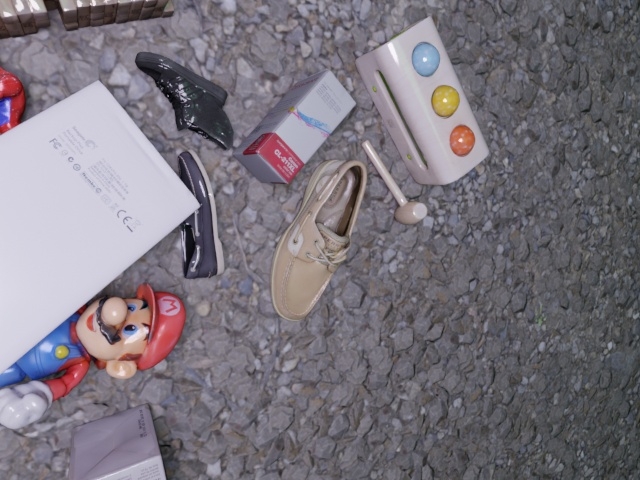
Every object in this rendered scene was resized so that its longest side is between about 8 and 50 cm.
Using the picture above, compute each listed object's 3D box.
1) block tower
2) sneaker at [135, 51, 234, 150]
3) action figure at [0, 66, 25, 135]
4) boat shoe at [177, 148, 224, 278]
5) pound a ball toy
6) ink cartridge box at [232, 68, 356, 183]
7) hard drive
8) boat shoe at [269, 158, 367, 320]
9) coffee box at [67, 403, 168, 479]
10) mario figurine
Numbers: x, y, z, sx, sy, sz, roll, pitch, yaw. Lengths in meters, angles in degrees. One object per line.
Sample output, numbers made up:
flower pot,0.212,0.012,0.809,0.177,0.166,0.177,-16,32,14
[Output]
block tower,-0.363,-0.323,0.598,0.336,0.097,0.090,-21,106,-23
sneaker,-0.205,-0.208,0.711,0.170,0.051,0.089,20,83,-30
action figure,-0.419,-0.104,0.597,0.139,0.092,0.280,-22,105,-32
boat shoe,-0.200,-0.036,0.723,0.065,0.075,0.205,-16,108,-26
pound a ball toy,0.180,-0.206,0.851,0.208,0.136,0.319,-37,110,-17
ink cartridge box,-0.044,-0.179,0.750,0.072,0.127,0.175,45,77,-24
hard drive,-0.333,-0.026,0.574,0.318,0.040,0.210,-47,112,-29
boat shoe,0.000,0.000,0.809,0.109,0.098,0.302,23,86,-26
coffee box,-0.276,0.427,0.692,0.119,0.168,0.296,-13,101,-24
mario figurine,-0.345,0.115,0.622,0.321,0.170,0.197,-7,98,-23
